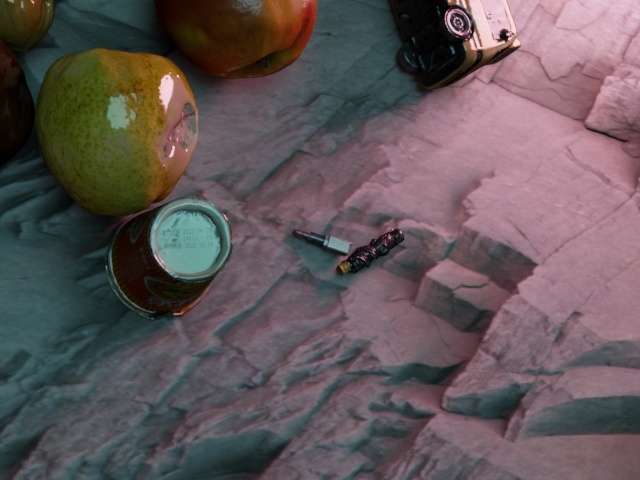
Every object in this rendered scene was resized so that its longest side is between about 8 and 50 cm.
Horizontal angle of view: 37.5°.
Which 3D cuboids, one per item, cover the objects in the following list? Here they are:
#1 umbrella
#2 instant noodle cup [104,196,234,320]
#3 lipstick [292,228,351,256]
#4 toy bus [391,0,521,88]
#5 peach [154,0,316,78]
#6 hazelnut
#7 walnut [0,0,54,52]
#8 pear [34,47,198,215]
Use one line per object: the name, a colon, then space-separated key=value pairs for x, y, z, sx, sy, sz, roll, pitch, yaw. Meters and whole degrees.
umbrella: x=0.091 y=0.023 z=1.706 sx=0.144 sy=0.040 sz=0.037 roll=-31 pitch=133 yaw=-25
instant noodle cup: x=-0.228 y=0.019 z=1.483 sx=0.193 sy=0.212 sz=0.193 roll=4 pitch=78 yaw=-21
lipstick: x=0.000 y=0.000 z=1.682 sx=0.107 sy=0.025 sz=0.025 roll=19 pitch=73 yaw=-11
toy bus: x=0.234 y=-0.485 z=1.796 sx=0.202 sy=0.177 sz=0.365 roll=-14 pitch=84 yaw=-30
peach: x=-0.143 y=-0.412 z=1.593 sx=0.281 sy=0.238 sz=0.281 roll=-1 pitch=87 yaw=12
hazelnut: x=-0.548 y=-0.217 z=1.416 sx=0.218 sy=0.218 sz=0.234 roll=-39 pitch=129 yaw=-24
walnut: x=-0.504 y=-0.392 z=1.485 sx=0.159 sy=0.159 sz=0.207 roll=-25 pitch=90 yaw=-24
pear: x=-0.315 y=-0.172 z=1.472 sx=0.271 sy=0.271 sz=0.271 roll=5 pitch=77 yaw=-21
